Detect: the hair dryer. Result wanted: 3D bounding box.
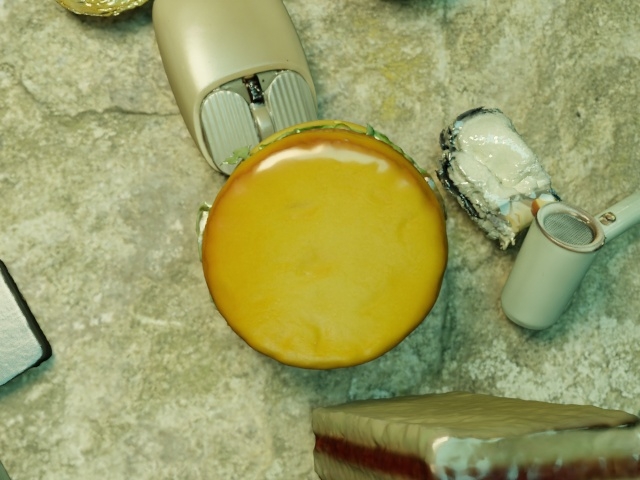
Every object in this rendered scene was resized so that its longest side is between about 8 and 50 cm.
[{"bbox_3d":[0.298,-0.002,0.916,0.236,0.131,0.073,-29,57,-36],"label":"hair dryer"}]

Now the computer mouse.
[{"bbox_3d":[-0.088,-0.185,0.859,0.145,0.082,0.237,-17,83,-16],"label":"computer mouse"}]

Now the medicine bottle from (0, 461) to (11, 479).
[{"bbox_3d":[-0.359,0.236,0.694,0.168,0.135,0.135,-32,88,-16],"label":"medicine bottle"}]

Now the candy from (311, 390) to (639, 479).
[{"bbox_3d":[0.119,0.209,0.716,0.179,0.320,0.135,-3,84,-18],"label":"candy"}]

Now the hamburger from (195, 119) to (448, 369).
[{"bbox_3d":[0.000,-0.002,0.795,0.246,0.170,0.246,0,107,-1],"label":"hamburger"}]

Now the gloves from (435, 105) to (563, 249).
[{"bbox_3d":[0.187,-0.071,0.908,0.114,0.070,0.153,-33,88,-10],"label":"gloves"}]

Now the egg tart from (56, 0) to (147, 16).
[{"bbox_3d":[-0.224,-0.282,0.855,0.128,0.049,0.129,1,75,-5],"label":"egg tart"}]

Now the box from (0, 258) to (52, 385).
[{"bbox_3d":[-0.339,0.088,0.782,0.126,0.027,0.125,-29,85,-15],"label":"box"}]
